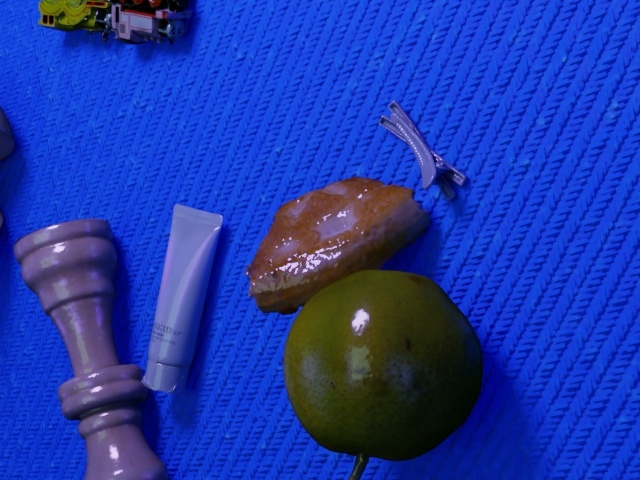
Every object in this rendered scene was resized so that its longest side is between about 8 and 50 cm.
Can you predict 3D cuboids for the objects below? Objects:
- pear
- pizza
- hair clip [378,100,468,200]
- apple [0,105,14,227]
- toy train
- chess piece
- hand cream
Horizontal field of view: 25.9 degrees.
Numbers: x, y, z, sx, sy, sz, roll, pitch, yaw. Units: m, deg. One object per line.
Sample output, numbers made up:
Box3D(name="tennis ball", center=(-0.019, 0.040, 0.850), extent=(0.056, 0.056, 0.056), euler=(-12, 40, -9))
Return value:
Box3D(name="pear", center=(0.051, 0.135, 1.247), extent=(0.180, 0.166, 0.216), euler=(4, 74, 28))
Box3D(name="pizza", center=(0.000, 0.000, 1.349), extent=(0.182, 0.062, 0.161), euler=(-38, 37, -9))
Box3D(name="hair clip", center=(0.090, -0.087, 1.312), extent=(0.030, 0.039, 0.115), euler=(-52, 54, 23))
Box3D(name="apple", center=(-0.530, -0.092, 1.746), extent=(0.292, 0.254, 0.291), euler=(-5, 84, 47))
Box3D(name="toy train", center=(-0.237, -0.272, 1.613), extent=(0.250, 0.053, 0.085), euler=(13, 106, 42))
Box3D(name="chess piece", center=(-0.248, 0.177, 1.575), extent=(0.117, 0.117, 0.397), euler=(-28, 72, 39))
Box3D(name="hand cream", center=(-0.152, 0.066, 1.529), extent=(0.078, 0.050, 0.204), euler=(14, 95, 42))
